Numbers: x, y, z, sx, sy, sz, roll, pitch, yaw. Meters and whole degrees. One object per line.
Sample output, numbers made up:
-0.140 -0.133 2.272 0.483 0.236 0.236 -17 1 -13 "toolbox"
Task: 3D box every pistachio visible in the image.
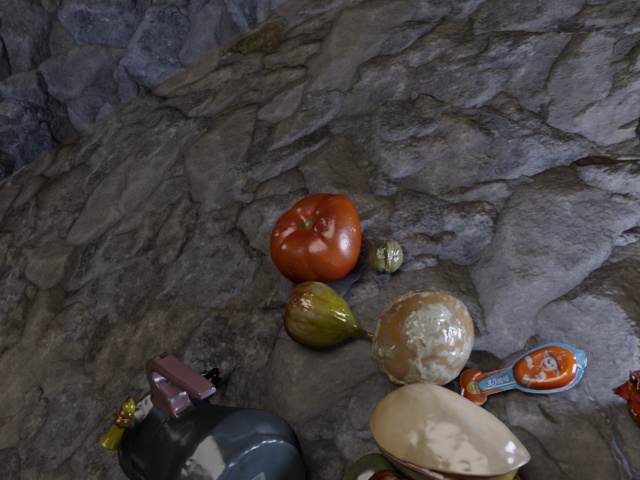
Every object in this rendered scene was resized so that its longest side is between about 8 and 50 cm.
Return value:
0.225 0.372 1.151 0.299 0.187 0.187 17 62 39 "pistachio"

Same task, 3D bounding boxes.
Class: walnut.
0.162 0.039 1.571 0.092 0.092 0.092 -16 46 17 "walnut"

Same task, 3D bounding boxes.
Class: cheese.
0.398 0.267 1.259 0.256 0.037 0.106 -18 44 14 "cheese"

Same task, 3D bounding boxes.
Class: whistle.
-0.400 0.366 1.289 0.046 0.057 0.109 30 98 7 "whistle"

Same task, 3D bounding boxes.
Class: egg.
0.215 0.202 1.306 0.203 0.203 0.245 17 39 39 "egg"

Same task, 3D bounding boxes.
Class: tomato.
-0.004 0.001 1.627 0.260 0.180 0.259 -18 43 17 "tomato"

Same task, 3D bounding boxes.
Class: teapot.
-0.241 0.421 1.278 0.306 0.376 0.362 -26 25 -38 "teapot"

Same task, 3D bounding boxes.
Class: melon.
0.091 0.470 1.216 0.130 0.098 0.098 -50 45 -9 "melon"

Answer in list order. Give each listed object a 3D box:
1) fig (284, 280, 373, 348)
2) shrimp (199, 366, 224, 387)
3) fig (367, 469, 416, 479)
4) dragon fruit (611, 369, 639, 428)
0.034 0.191 1.487 0.257 0.159 0.159 21 63 22 "fig"
-0.344 0.428 1.531 0.289 0.075 0.178 -29 51 3 "shrimp"
0.142 0.513 1.103 0.160 0.230 0.143 9 20 21 "fig"
0.621 0.276 1.032 0.274 0.161 0.126 -1 49 27 "dragon fruit"
